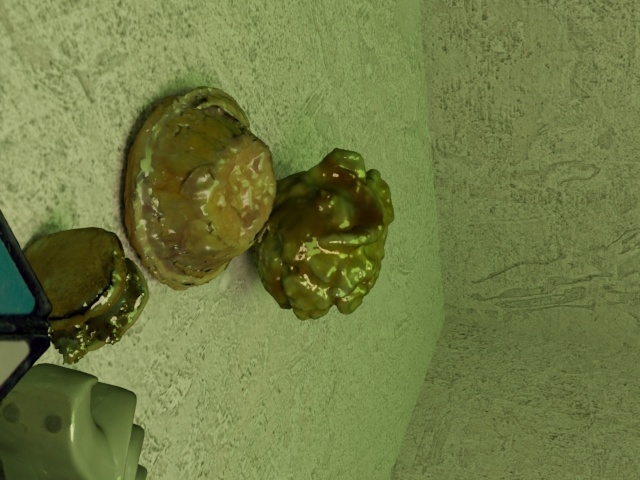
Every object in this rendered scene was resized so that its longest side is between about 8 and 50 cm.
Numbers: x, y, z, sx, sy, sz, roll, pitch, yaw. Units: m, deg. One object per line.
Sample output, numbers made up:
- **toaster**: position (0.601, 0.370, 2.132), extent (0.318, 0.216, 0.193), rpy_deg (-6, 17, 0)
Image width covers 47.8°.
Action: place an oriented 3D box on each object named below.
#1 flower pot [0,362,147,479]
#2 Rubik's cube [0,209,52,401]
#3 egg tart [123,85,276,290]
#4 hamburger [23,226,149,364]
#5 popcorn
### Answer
- **flower pot**: position (-0.330, 0.346, 0.905), extent (0.254, 0.165, 0.367), rpy_deg (58, 44, -74)
- **Rubik's cube**: position (-0.407, 0.032, 0.454), extent (0.310, 0.307, 0.305), rpy_deg (-60, 147, -45)
- **egg tart**: position (-0.175, -0.083, 1.193), extent (0.352, 0.150, 0.352), rpy_deg (-27, 120, -59)
- **hamburger**: position (-0.303, 0.077, 0.924), extent (0.131, 0.159, 0.185), rpy_deg (75, 13, -50)
- **popcorn**: position (0.000, -0.008, 1.459), extent (0.274, 0.279, 0.335), rpy_deg (58, 28, -43)
